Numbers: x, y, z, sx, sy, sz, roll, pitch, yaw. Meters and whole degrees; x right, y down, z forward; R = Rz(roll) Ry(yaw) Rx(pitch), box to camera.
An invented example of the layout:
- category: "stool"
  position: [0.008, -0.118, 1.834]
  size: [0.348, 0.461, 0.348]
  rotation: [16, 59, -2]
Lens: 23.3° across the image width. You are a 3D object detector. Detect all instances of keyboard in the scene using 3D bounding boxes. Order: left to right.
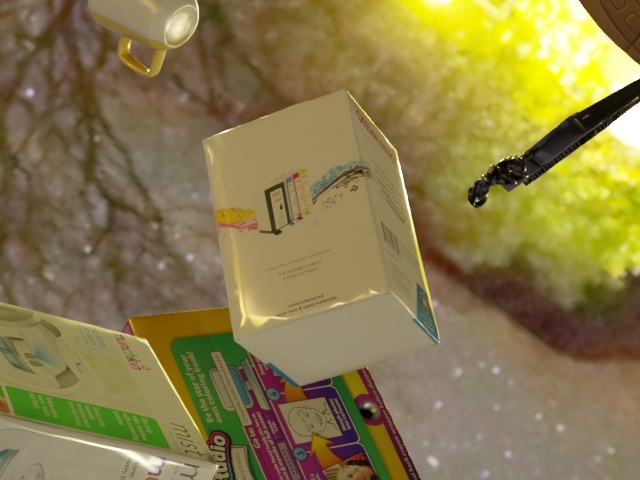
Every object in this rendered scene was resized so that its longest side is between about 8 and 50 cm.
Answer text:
- category: "keyboard"
  position: [0.238, -0.091, 1.599]
  size: [0.033, 0.201, 0.317]
  rotation: [60, 171, 5]

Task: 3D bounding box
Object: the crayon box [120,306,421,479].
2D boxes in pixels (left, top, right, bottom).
- category: "crayon box"
  position: [-0.060, 0.255, 1.924]
  size: [0.313, 0.106, 0.363]
  rotation: [-5, -123, -35]

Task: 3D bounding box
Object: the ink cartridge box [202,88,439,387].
- category: "ink cartridge box"
  position: [0.000, 0.000, 1.585]
  size: [0.171, 0.168, 0.232]
  rotation: [45, -150, -59]

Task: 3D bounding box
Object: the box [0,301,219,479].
- category: "box"
  position: [-0.239, 0.161, 1.305]
  size: [0.231, 0.127, 0.262]
  rotation: [16, -167, -24]

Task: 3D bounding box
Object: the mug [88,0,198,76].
- category: "mug"
  position: [-0.119, -0.162, 1.106]
  size: [0.064, 0.062, 0.078]
  rotation: [35, 160, 28]

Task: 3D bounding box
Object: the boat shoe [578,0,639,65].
- category: "boat shoe"
  position: [0.272, -0.125, 0.881]
  size: [0.277, 0.098, 0.096]
  rotation: [26, -131, -2]
